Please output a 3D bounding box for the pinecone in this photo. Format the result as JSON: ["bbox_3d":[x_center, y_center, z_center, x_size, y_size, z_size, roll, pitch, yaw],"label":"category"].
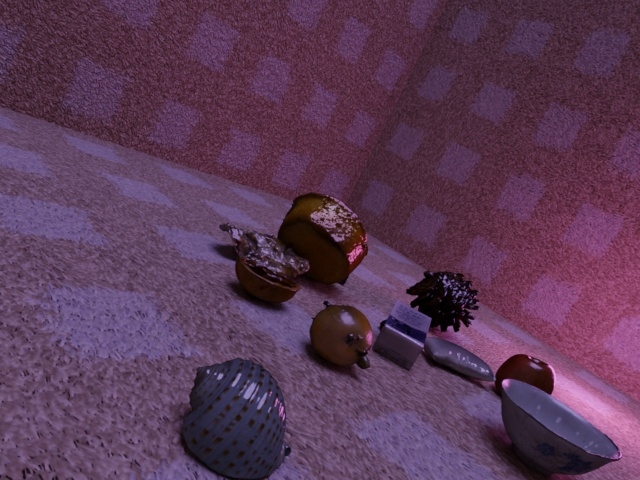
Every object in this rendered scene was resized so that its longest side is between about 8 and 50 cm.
[{"bbox_3d":[0.530,0.259,2.105,0.298,0.242,0.296,-29,65,-39],"label":"pinecone"}]

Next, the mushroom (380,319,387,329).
[{"bbox_3d":[0.268,0.315,1.742,0.123,0.052,0.123,26,13,-6],"label":"mushroom"}]

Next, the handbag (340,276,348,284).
[{"bbox_3d":[0.069,0.127,2.131,0.115,0.072,0.139,25,6,1],"label":"handbag"}]

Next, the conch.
[{"bbox_3d":[-0.121,0.271,0.791,0.200,0.131,0.172,26,10,0],"label":"conch"}]

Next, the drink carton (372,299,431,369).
[{"bbox_3d":[0.268,0.296,1.582,0.134,0.101,0.222,26,23,11],"label":"drink carton"}]

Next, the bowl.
[{"bbox_3d":[0.584,0.512,1.278,0.313,0.146,0.313,26,9,-4],"label":"bowl"}]

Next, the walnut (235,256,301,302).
[{"bbox_3d":[-0.170,0.133,1.467,0.211,0.087,0.167,27,4,-7],"label":"walnut"}]

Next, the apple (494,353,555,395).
[{"bbox_3d":[0.694,0.476,1.671,0.181,0.168,0.181,20,9,-3],"label":"apple"}]

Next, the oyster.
[{"bbox_3d":[-0.204,0.036,1.785,0.351,0.114,0.238,26,10,-1],"label":"oyster"}]

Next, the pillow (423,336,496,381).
[{"bbox_3d":[0.468,0.408,1.690,0.254,0.078,0.144,25,11,-8],"label":"pillow"}]

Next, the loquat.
[{"bbox_3d":[0.061,0.252,1.289,0.204,0.149,0.172,48,18,26],"label":"loquat"}]

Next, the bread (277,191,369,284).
[{"bbox_3d":[-0.003,-0.001,1.884,0.358,0.336,0.204,37,41,5],"label":"bread"}]
